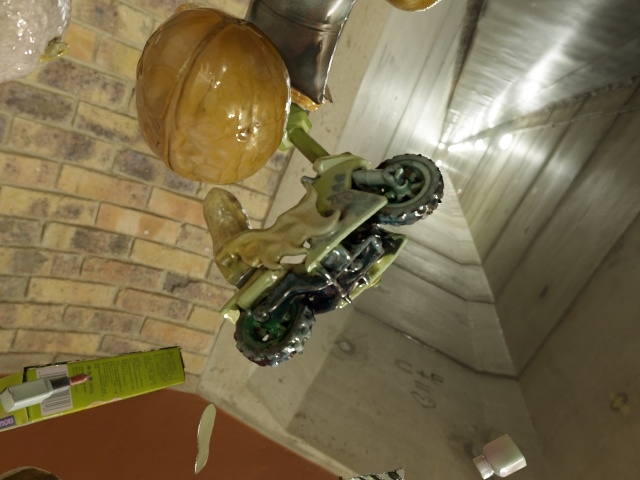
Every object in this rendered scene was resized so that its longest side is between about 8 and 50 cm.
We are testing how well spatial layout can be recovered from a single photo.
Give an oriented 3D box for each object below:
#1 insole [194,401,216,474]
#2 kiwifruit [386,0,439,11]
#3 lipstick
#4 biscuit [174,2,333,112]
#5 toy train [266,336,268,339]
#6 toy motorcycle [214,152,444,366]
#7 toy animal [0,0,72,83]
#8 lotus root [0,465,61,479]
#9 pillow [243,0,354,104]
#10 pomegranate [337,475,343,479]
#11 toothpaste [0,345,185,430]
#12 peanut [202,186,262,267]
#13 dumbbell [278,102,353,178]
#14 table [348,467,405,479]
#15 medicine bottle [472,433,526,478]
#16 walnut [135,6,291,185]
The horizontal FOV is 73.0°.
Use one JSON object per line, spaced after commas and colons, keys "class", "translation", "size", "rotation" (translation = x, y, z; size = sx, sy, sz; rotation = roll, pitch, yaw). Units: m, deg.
{"class": "insole", "translation": [-0.327, 0.562, 1.229], "size": [0.005, 0.253, 0.086], "rotation": [19, -157, 18]}
{"class": "kiwifruit", "translation": [0.179, -0.534, 0.779], "size": [0.196, 0.195, 0.234], "rotation": [24, 170, 1]}
{"class": "lipstick", "translation": [-0.350, 0.191, 0.562], "size": [0.025, 0.025, 0.107], "rotation": [57, -158, 17]}
{"class": "biscuit", "translation": [-0.140, -0.400, 0.969], "size": [0.379, 0.054, 0.094], "rotation": [18, -135, -33]}
{"class": "toy train", "translation": [-0.134, 0.315, 1.252], "size": [0.057, 0.093, 0.038], "rotation": [20, 169, -13]}
{"class": "toy motorcycle", "translation": [0.000, 0.000, 0.692], "size": [0.237, 0.410, 0.168], "rotation": [33, 165, 48]}
{"class": "toy animal", "translation": [-0.553, -0.442, 0.777], "size": [0.226, 0.358, 0.188], "rotation": [41, -154, 32]}
{"class": "lotus root", "translation": [-0.400, 0.356, 0.556], "size": [0.122, 0.112, 0.081], "rotation": [-14, 162, 0]}
{"class": "pillow", "translation": [-0.040, -0.359, 0.696], "size": [0.186, 0.249, 0.106], "rotation": [25, -136, -1]}
{"class": "pomegranate", "translation": [0.044, 0.644, 0.942], "size": [0.182, 0.181, 0.224], "rotation": [24, -139, -1]}
{"class": "toothpaste", "translation": [-0.388, 0.249, 0.754], "size": [0.327, 0.110, 0.077], "rotation": [18, -128, -66]}
{"class": "peanut", "translation": [-0.212, -0.015, 1.023], "size": [0.110, 0.236, 0.120], "rotation": [-17, -177, 34]}
{"class": "dumbbell", "translation": [-0.019, -0.212, 1.027], "size": [0.302, 0.108, 0.121], "rotation": [48, 179, 31]}
{"class": "table", "translation": [0.157, 0.501, 0.821], "size": [0.175, 0.062, 0.146], "rotation": [13, 174, -39]}
{"class": "medicine bottle", "translation": [0.467, 0.576, 1.139], "size": [0.055, 0.118, 0.074], "rotation": [63, 179, -34]}
{"class": "walnut", "translation": [-0.119, -0.151, 0.486], "size": [0.168, 0.207, 0.167], "rotation": [10, -127, -14]}
